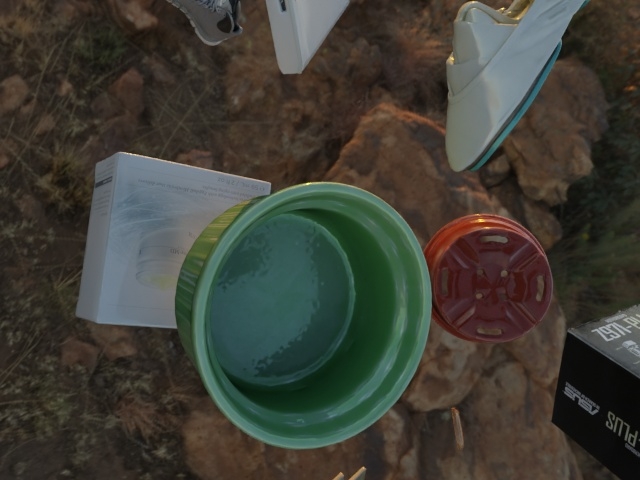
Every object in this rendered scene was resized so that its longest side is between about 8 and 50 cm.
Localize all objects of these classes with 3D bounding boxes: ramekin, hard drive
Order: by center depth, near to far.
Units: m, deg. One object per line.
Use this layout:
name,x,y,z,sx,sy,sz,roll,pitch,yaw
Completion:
ramekin,-0.029,0.080,0.777,0.303,0.148,0.303,-3,96,-28
hard drive,-0.017,-0.403,0.944,0.307,0.040,0.203,-67,153,-50

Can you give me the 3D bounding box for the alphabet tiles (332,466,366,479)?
alphabet tiles,-0.036,0.513,1.044,0.285,0.342,0.011,-33,55,-31

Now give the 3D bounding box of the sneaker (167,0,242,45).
sneaker,-0.240,-0.512,1.331,0.228,0.132,0.086,44,55,-47

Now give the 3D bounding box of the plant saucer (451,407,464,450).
plant saucer,0.275,0.376,1.271,0.083,0.013,0.083,-10,90,-78

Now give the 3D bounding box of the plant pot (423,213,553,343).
plant pot,0.318,0.077,1.214,0.272,0.272,0.265,65,9,6

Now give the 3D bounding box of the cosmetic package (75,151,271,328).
cosmetic package,-0.207,0.012,0.909,0.224,0.138,0.225,9,85,-31

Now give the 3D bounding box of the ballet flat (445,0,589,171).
ballet flat,0.232,-0.270,0.722,0.139,0.400,0.139,29,21,-12

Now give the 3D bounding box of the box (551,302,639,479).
box,0.262,0.096,0.383,0.180,0.147,0.078,-14,119,-23
